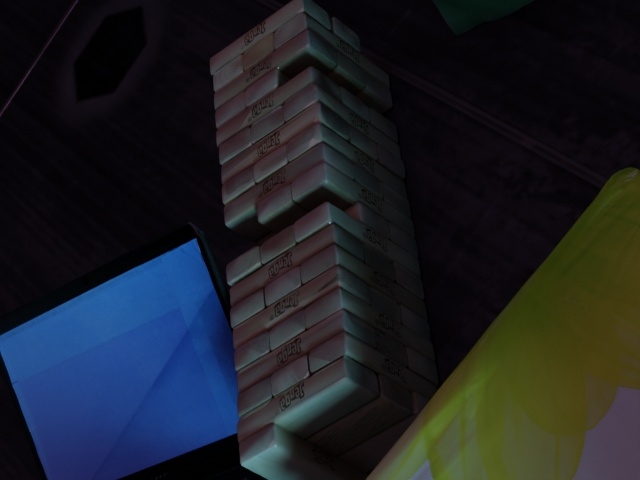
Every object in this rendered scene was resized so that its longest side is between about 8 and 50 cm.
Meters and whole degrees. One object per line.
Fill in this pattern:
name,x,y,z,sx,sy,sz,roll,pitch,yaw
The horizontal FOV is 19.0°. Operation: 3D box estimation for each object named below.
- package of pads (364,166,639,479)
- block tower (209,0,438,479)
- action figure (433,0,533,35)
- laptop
package of pads,0.143,0.131,0.957,0.296,0.101,0.229,-52,38,6
block tower,0.000,0.000,1.217,0.097,0.091,0.335,-32,44,29
action figure,0.067,-0.227,1.188,0.137,0.232,0.063,-31,44,29
laptop,-0.151,0.156,1.213,0.234,0.136,0.264,-25,30,41
